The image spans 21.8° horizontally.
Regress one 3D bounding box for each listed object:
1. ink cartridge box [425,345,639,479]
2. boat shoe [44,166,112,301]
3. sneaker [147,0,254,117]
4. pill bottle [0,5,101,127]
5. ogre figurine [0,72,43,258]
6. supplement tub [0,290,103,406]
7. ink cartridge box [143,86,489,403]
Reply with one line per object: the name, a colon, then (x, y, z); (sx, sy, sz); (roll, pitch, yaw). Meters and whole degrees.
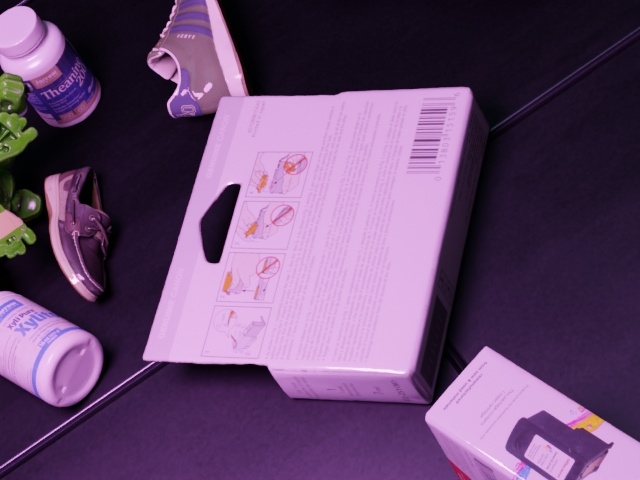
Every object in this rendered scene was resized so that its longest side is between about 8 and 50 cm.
ink cartridge box: (0.173, 0.169, 1.160); (0.175, 0.127, 0.072); (32, 72, 35)
boat shoe: (-0.214, -0.012, 1.500); (0.049, 0.056, 0.152); (-29, 51, 10)
sneaker: (-0.128, -0.193, 1.577); (0.086, 0.064, 0.192); (-22, 55, 3)
pill bottle: (-0.264, -0.167, 1.585); (0.067, 0.120, 0.067); (-12, 54, 17)
ogre figurine: (-0.300, -0.045, 1.509); (0.097, 0.118, 0.197); (-10, 87, -18)
supplement tub: (-0.246, 0.093, 1.433); (0.107, 0.071, 0.071); (24, 70, 33)
ink cartridge box: (0.000, 0.000, 1.395); (0.239, 0.060, 0.275); (0, 59, 25)
